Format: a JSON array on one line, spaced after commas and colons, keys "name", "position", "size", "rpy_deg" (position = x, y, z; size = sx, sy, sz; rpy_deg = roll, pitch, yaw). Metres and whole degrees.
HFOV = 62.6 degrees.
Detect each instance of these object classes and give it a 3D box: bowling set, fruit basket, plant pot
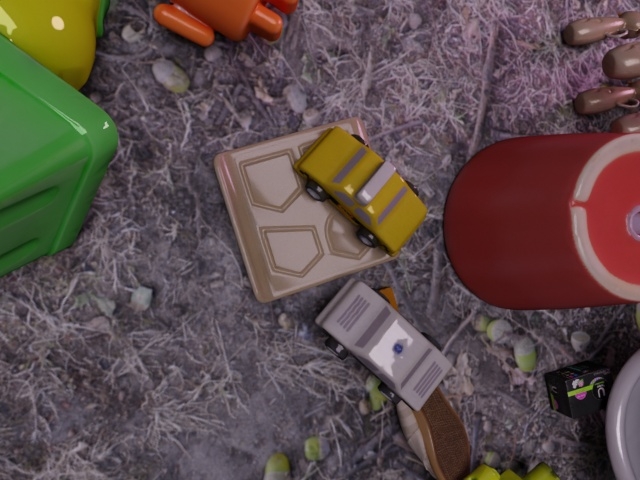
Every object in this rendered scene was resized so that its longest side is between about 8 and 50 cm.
[{"name": "bowling set", "position": [0.490, -0.216, 0.801], "size": [0.154, 0.287, 0.200], "rpy_deg": [-11, 135, -5]}, {"name": "fruit basket", "position": [-0.390, -0.175, 0.580], "size": [0.392, 0.283, 0.392], "rpy_deg": [23, 43, -24]}, {"name": "plant pot", "position": [0.342, -0.025, 0.711], "size": [0.275, 0.243, 0.275], "rpy_deg": [0, 91, -13]}]

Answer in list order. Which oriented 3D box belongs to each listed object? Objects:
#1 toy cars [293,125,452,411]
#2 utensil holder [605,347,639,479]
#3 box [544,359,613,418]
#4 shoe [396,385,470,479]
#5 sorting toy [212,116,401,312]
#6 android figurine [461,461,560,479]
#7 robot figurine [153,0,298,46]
[{"name": "toy cars", "position": [0.076, 0.034, 0.681], "size": [0.176, 0.087, 0.393], "rpy_deg": [-7, 86, -12]}, {"name": "utensil holder", "position": [0.663, 0.289, 0.718], "size": [0.385, 0.327, 0.327], "rpy_deg": [9, 88, -25]}, {"name": "box", "position": [0.406, 0.231, 0.822], "size": [0.083, 0.052, 0.062], "rpy_deg": [-13, 92, -14]}, {"name": "shoe", "position": [0.157, 0.263, 0.770], "size": [0.076, 0.058, 0.219], "rpy_deg": [-28, 100, -31]}, {"name": "sorting toy", "position": [0.000, 0.000, 0.742], "size": [0.229, 0.041, 0.307], "rpy_deg": [-18, 94, -16]}, {"name": "android figurine", "position": [0.248, 0.448, 0.762], "size": [0.273, 0.056, 0.248], "rpy_deg": [-33, 110, -12]}, {"name": "robot figurine", "position": [-0.135, -0.340, 0.664], "size": [0.219, 0.158, 0.128], "rpy_deg": [31, 44, -11]}]
